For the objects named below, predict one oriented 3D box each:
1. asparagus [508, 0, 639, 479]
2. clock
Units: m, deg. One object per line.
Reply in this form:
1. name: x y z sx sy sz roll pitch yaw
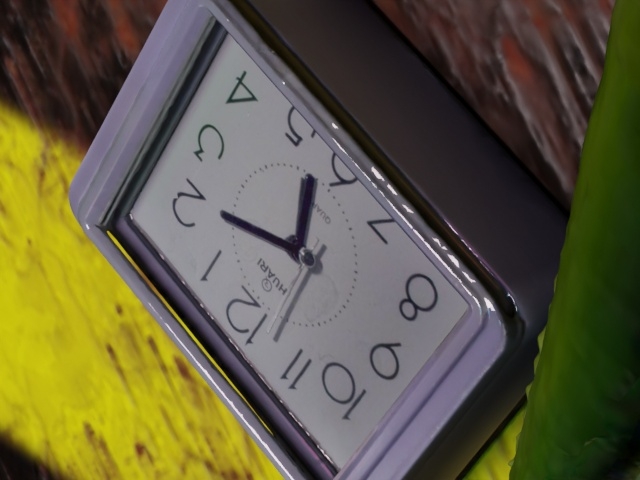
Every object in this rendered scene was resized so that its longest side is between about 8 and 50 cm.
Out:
1. asparagus: 0.131 -0.001 0.585 0.128 0.108 0.382 28 124 31
2. clock: 0.000 0.000 0.730 0.193 0.073 0.144 49 131 19
